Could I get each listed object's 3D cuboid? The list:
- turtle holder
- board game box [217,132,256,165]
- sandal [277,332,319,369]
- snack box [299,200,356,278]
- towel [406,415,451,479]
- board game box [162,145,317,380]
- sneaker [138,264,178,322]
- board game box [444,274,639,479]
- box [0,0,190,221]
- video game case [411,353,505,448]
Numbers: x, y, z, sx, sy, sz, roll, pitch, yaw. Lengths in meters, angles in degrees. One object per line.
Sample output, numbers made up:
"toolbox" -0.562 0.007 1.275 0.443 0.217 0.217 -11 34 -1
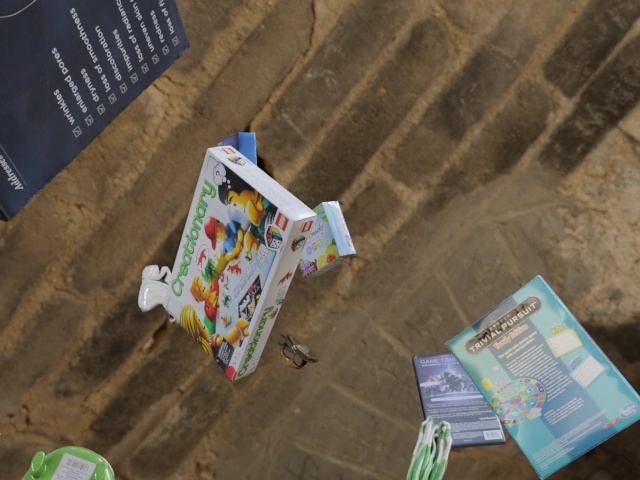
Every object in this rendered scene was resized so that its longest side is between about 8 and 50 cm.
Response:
"turtle holder" -0.630 0.692 1.566 0.244 0.320 0.227 -8 -27 -11
"board game box" -0.199 -0.143 1.505 0.047 0.160 0.210 -3 -88 -26
"sandal" -0.064 0.249 1.383 0.090 0.219 0.060 39 -103 -11
"snack box" 0.000 0.000 1.904 0.070 0.174 0.207 -8 -16 -39
"towel" 0.099 0.393 0.741 0.248 0.038 0.324 74 -146 -60
"board game box" -0.133 0.037 0.946 0.053 0.193 0.305 -15 -44 -48
"sneaker" -0.305 0.157 1.536 0.292 0.118 0.110 18 -24 -18
"board game box" 0.470 0.284 1.325 0.254 0.336 0.079 -40 -22 16
"box" -0.489 -0.373 0.889 0.479 0.298 0.471 79 -148 -47
"video game case" 0.370 0.431 1.704 0.196 0.274 0.026 -3 -44 -4
